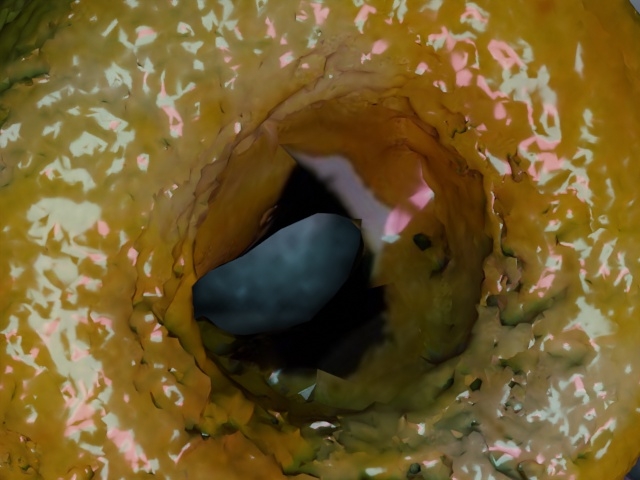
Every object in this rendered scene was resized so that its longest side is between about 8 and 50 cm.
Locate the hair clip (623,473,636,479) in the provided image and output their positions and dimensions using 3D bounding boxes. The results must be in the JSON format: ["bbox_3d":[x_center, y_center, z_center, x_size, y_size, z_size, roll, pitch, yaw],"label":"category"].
[{"bbox_3d":[0.055,0.126,0.552,0.137,0.022,0.054,-38,105,-2],"label":"hair clip"}]

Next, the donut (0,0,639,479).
[{"bbox_3d":[-0.002,0.001,0.481,0.253,0.118,0.253,0,90,-21],"label":"donut"}]
